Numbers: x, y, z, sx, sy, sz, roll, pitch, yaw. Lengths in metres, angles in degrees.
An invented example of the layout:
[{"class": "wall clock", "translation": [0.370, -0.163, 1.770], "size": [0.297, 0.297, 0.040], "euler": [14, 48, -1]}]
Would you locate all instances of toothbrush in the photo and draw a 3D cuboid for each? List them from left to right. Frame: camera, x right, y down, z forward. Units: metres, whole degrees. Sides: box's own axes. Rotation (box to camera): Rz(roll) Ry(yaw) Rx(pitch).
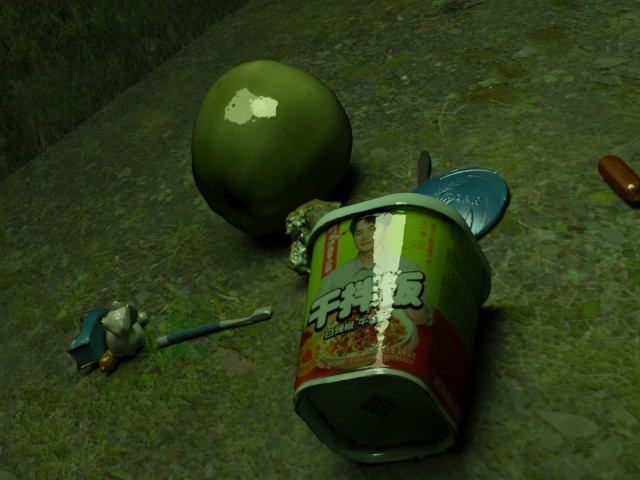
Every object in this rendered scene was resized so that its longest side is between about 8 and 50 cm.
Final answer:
[{"class": "toothbrush", "translation": [-0.212, 0.170, 1.793], "size": [0.276, 0.019, 0.025], "euler": [-17, 26, 26]}]

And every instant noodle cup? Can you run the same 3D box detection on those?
[{"class": "instant noodle cup", "translation": [0.097, 0.136, 1.312], "size": [0.294, 0.294, 0.308], "euler": [-16, 40, 28]}]

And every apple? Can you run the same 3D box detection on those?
[{"class": "apple", "translation": [-0.107, -0.196, 1.931], "size": [0.357, 0.357, 0.357], "euler": [-24, 29, 15]}]

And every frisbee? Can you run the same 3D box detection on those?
[{"class": "frisbee", "translation": [0.228, -0.064, 1.686], "size": [0.242, 0.045, 0.242], "euler": [-24, 32, 16]}]

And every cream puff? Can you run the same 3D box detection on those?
[{"class": "cream puff", "translation": [-0.001, 0.000, 1.739], "size": [0.121, 0.156, 0.156], "euler": [-13, 15, -35]}]

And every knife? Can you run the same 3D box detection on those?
[{"class": "knife", "translation": [0.211, -0.111, 1.822], "size": [0.035, 0.018, 0.247], "euler": [-18, 34, 19]}]

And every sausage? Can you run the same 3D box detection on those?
[{"class": "sausage", "translation": [0.496, -0.099, 1.489], "size": [0.039, 0.041, 0.131], "euler": [-10, 29, -4]}]

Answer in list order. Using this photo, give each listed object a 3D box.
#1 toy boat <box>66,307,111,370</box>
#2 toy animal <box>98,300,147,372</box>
[{"class": "toy boat", "translation": [-0.502, 0.203, 1.969], "size": [0.077, 0.075, 0.185], "euler": [-15, 29, 13]}, {"class": "toy animal", "translation": [-0.419, 0.189, 1.867], "size": [0.131, 0.127, 0.182], "euler": [-29, 16, -8]}]
